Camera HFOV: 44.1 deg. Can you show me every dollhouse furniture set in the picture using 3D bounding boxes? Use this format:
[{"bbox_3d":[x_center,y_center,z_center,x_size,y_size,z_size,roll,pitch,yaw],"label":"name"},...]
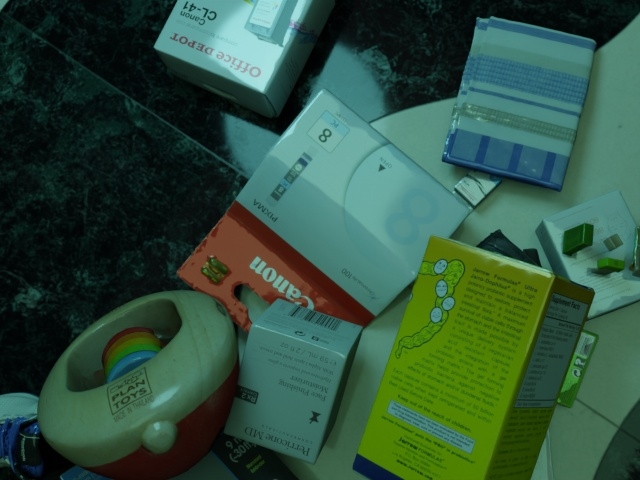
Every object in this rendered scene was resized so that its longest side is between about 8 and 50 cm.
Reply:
[{"bbox_3d":[0.447,0.017,1.188,0.151,0.058,0.076,12,73,-10],"label":"dollhouse furniture set"}]

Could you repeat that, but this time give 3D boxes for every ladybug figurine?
[{"bbox_3d":[-0.250,0.215,1.155,0.305,0.449,0.162,-28,108,-7],"label":"ladybug figurine"}]

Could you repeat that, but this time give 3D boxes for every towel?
[{"bbox_3d":[0.332,-0.234,1.321,0.209,0.034,0.285,14,76,10],"label":"towel"}]

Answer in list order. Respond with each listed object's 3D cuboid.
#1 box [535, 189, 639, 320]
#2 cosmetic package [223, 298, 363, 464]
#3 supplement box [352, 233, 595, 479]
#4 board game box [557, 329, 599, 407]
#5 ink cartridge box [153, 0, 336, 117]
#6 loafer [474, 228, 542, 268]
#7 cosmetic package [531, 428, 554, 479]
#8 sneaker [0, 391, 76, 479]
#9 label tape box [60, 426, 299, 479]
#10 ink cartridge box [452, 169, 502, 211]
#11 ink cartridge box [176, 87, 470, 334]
[{"bbox_3d":[0.437,0.028,1.245,0.130,0.091,0.171,-21,78,3],"label":"box"},{"bbox_3d":[-0.039,0.211,1.214,0.151,0.151,0.184,17,103,9],"label":"cosmetic package"},{"bbox_3d":[0.221,0.197,1.130,0.195,0.194,0.357,20,91,36],"label":"supplement box"},{"bbox_3d":[0.298,0.159,1.268,0.259,0.039,0.124,23,84,9],"label":"board game box"},{"bbox_3d":[-0.114,-0.403,1.372,0.226,0.131,0.306,24,82,10],"label":"ink cartridge box"},{"bbox_3d":[0.326,0.036,1.255,0.170,0.062,0.061,35,78,31],"label":"loafer"},{"bbox_3d":[0.309,0.400,1.210,0.098,0.060,0.239,-3,79,7],"label":"cosmetic package"},{"bbox_3d":[-0.465,0.312,1.260,0.315,0.182,0.128,4,79,8],"label":"sneaker"},{"bbox_3d":[-0.173,0.394,1.176,0.348,0.249,0.115,47,131,11],"label":"label tape box"},{"bbox_3d":[0.258,-0.087,1.320,0.083,0.028,0.048,-45,77,-2],"label":"ink cartridge box"},{"bbox_3d":[0.000,0.000,1.270,0.308,0.091,0.385,40,87,-2],"label":"ink cartridge box"}]
